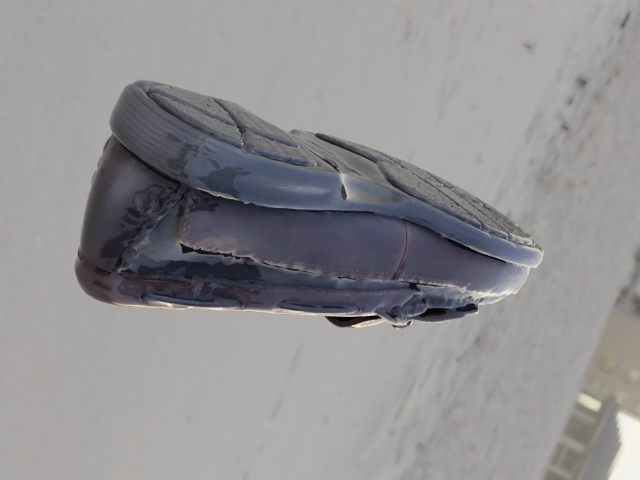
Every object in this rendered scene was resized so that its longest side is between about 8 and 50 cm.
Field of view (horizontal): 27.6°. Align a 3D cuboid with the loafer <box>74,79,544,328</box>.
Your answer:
[{"bbox_3d":[0.000,0.000,0.660,0.303,0.109,0.095,15,109,-49],"label":"loafer"}]
